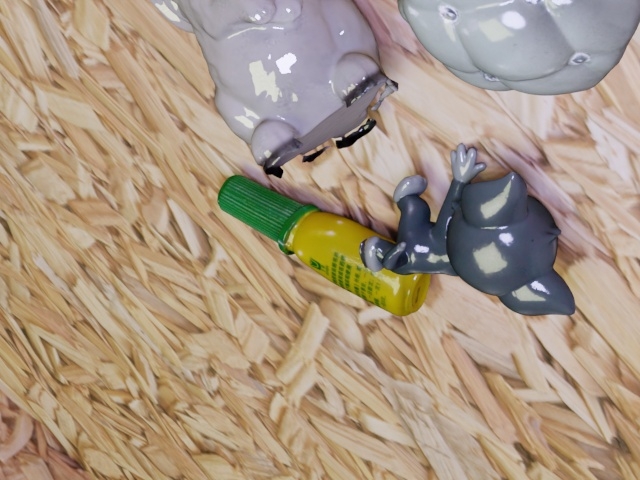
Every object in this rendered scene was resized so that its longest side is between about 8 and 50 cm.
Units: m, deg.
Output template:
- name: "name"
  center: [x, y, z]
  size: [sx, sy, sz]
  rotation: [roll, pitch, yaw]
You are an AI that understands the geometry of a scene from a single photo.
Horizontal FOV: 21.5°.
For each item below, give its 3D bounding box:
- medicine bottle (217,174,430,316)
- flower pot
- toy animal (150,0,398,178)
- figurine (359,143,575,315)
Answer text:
- name: "medicine bottle"
  center: [0.000, 0.000, 2.189]
  size: [0.309, 0.076, 0.111]
  rotation: [27, 142, 20]
- name: "flower pot"
  center: [0.179, -0.249, 1.473]
  size: [0.195, 0.246, 0.246]
  rotation: [16, 151, -8]
- name: "toy animal"
  center: [-0.080, -0.254, 1.854]
  size: [0.357, 0.194, 0.258]
  rotation: [53, 176, 7]
- name: "figurine"
  center: [0.157, -0.010, 1.942]
  size: [0.265, 0.140, 0.193]
  rotation: [-5, 114, 22]
